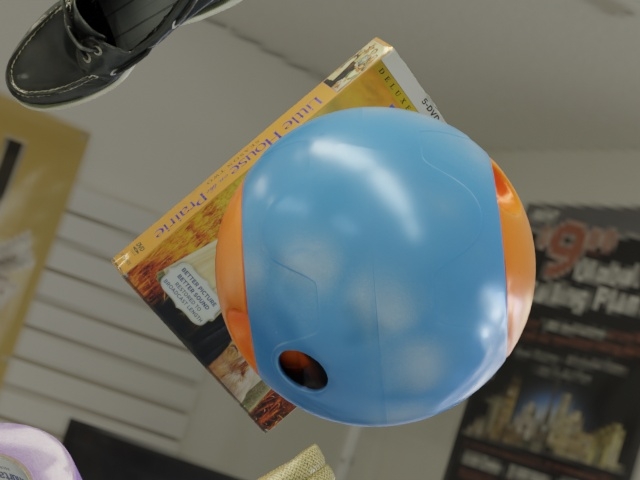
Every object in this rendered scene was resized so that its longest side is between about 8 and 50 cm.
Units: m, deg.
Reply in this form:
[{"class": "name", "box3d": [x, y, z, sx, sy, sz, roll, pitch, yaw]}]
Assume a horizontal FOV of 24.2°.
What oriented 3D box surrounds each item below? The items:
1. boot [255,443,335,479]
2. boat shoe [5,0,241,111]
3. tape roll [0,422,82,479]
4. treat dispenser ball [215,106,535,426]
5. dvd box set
[{"class": "boot", "box3d": [-0.058, 0.277, 0.972, 0.203, 0.262, 0.095, 56, 0, 1]}, {"class": "boat shoe", "box3d": [-0.227, -0.252, 1.654, 0.340, 0.127, 0.113, -22, -10, 17]}, {"class": "tape roll", "box3d": [-0.360, 0.308, 1.490, 0.275, 0.275, 0.090, 13, -46, 35]}, {"class": "treat dispenser ball", "box3d": [0.049, 0.024, 1.346, 0.288, 0.288, 0.288, 18, -8, 3]}, {"class": "dvd box set", "box3d": [0.000, 0.000, 1.832, 0.307, 0.420, 0.062, 52, -4, -30]}]
